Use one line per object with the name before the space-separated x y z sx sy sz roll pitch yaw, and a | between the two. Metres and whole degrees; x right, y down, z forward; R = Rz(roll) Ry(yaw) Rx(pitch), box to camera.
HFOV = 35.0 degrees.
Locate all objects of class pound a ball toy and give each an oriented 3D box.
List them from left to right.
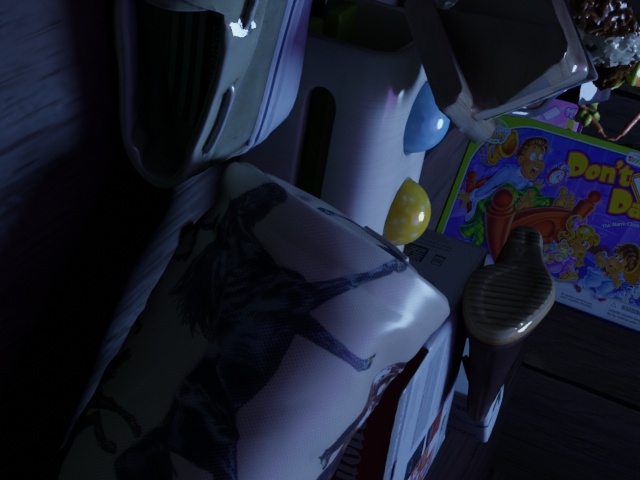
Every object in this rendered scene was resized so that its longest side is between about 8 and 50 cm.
pound a ball toy | 0.000 0.000 0.762 0.208 0.136 0.319 -42 147 -56

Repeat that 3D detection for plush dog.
plush dog | 0.237 -0.242 1.039 0.210 0.225 0.262 -71 162 4

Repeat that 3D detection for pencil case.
pencil case | -0.077 0.151 0.596 0.410 0.160 0.183 -60 163 -8

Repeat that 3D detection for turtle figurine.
turtle figurine | 0.390 -0.270 1.466 0.269 0.217 0.087 -65 162 -15

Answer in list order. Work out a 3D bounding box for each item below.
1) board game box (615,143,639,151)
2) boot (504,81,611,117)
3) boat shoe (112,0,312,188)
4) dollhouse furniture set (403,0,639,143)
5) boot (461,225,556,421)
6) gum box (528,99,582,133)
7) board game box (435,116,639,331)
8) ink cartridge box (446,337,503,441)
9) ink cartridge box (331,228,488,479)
board game box | 0.369 -0.092 1.560 0.030 0.260 0.136 51 55 -39
boot | 0.279 -0.303 1.275 0.264 0.096 0.280 -11 111 -23
boat shoe | -0.052 -0.146 0.504 0.094 0.109 0.302 -52 158 -38
dollhouse furniture set | 0.209 -0.294 0.661 0.256 0.362 0.394 13 56 -71
boot | 0.196 0.117 1.107 0.248 0.090 0.206 -49 150 -60
gum box | 0.379 -0.181 1.712 0.062 0.107 0.188 -48 152 -49
board game box | 0.354 -0.025 1.419 0.233 0.347 0.078 -69 160 -2
ink cartridge box | 0.198 0.218 1.547 0.208 0.153 0.086 76 37 -62
ink cartridge box | 0.064 0.178 1.143 0.272 0.130 0.309 -49 153 -50
